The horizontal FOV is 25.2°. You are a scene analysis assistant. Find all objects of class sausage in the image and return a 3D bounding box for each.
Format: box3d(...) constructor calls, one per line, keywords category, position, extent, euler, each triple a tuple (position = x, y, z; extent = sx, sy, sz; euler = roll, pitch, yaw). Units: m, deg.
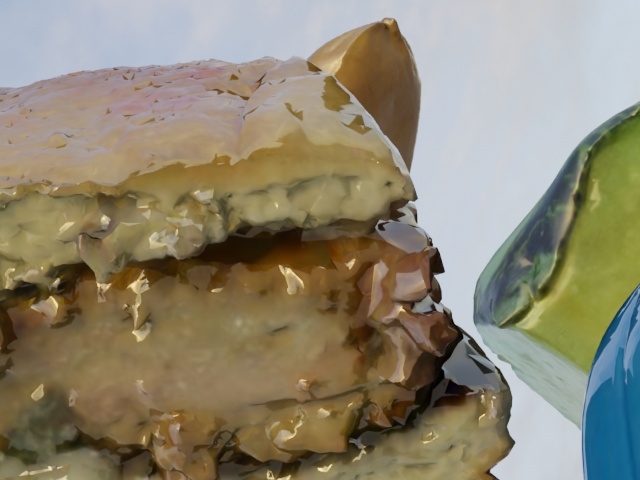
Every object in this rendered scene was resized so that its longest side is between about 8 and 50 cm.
box3d(category="sausage", position=(-0.003, -0.001, 1.111), extent=(0.134, 0.116, 0.354), euler=(13, -87, -39))

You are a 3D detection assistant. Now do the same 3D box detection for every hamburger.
box3d(category="hamburger", position=(-0.094, 0.024, 0.426), extent=(0.245, 0.282, 0.155), euler=(-26, -62, -39))

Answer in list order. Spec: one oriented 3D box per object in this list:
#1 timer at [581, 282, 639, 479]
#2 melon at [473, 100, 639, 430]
box3d(category="timer", position=(0.223, 0.137, 0.351), extent=(0.115, 0.340, 0.309), euler=(122, 159, -44))
box3d(category="melon", position=(0.252, 0.056, 0.639), extent=(0.226, 0.343, 0.331), euler=(-52, -3, -45))
